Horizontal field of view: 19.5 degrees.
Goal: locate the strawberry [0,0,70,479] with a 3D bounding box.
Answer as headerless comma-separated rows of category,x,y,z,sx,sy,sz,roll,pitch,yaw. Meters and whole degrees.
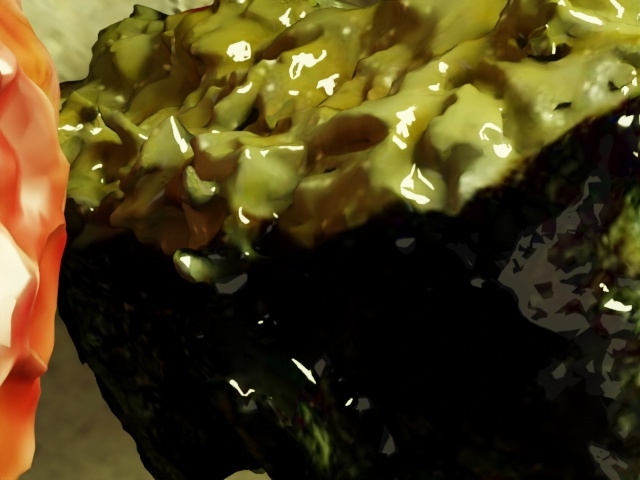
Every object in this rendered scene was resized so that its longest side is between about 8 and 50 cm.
strawberry,-0.172,0.044,0.422,0.265,0.149,0.336,5,84,15

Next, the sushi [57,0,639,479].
sushi,0.000,0.000,0.466,0.147,0.212,0.115,-48,122,-29
